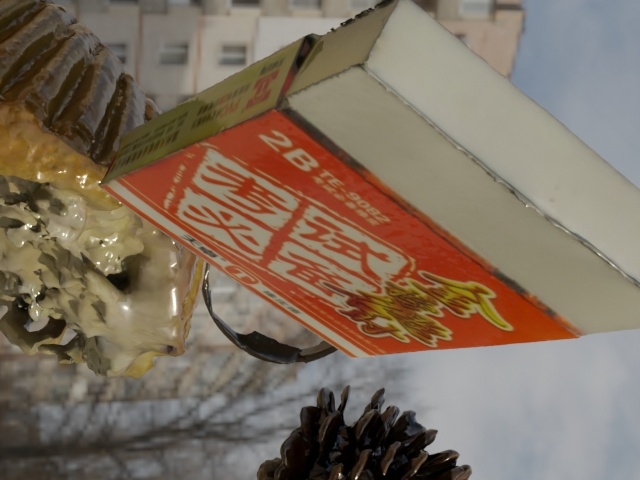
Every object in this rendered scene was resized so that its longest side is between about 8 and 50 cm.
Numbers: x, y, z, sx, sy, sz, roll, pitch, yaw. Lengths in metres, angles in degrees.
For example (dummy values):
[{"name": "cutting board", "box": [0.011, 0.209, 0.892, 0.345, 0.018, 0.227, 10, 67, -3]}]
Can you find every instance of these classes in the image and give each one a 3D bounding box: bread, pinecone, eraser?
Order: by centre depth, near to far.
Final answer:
[{"name": "eraser", "box": [0.019, -0.010, 0.539, 0.230, 0.157, 0.038, -15, -137, 59]}, {"name": "bread", "box": [-0.177, -0.041, 0.744, 0.149, 0.274, 0.274, -63, -178, -25]}, {"name": "pinecone", "box": [0.052, 0.240, 1.226, 0.169, 0.212, 0.185, -56, 174, 26]}]

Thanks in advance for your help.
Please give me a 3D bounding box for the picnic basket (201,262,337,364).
[{"name": "picnic basket", "box": [0.000, 0.000, 0.880, 0.178, 0.128, 0.138, -52, -164, 9]}]
